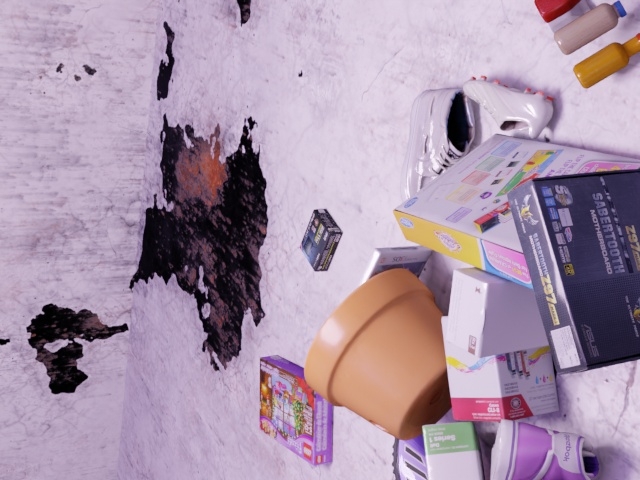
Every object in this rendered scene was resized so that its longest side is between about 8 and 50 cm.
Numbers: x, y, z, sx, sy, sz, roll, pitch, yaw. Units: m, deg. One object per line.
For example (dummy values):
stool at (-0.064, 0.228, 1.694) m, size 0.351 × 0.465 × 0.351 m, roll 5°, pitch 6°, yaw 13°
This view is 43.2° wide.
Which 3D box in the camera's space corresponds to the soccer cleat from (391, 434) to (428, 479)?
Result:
soccer cleat at (0.221, 0.494, 1.522) m, size 0.116 × 0.109 × 0.318 m, roll -32°, pitch 53°, yaw 34°

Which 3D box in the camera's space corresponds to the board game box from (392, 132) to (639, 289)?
board game box at (0.296, -0.055, 1.219) m, size 0.317 × 0.242 × 0.064 m, roll 26°, pitch 147°, yaw 57°

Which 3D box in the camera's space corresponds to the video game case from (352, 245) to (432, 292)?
video game case at (0.120, 0.101, 1.548) m, size 0.023 × 0.183 × 0.201 m, roll 37°, pitch 114°, yaw 32°

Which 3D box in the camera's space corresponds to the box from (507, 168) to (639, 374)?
box at (0.343, 0.033, 0.983) m, size 0.059 × 0.184 × 0.232 m, roll -36°, pitch 63°, yaw 61°

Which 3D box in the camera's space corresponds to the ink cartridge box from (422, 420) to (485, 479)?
ink cartridge box at (0.238, 0.434, 1.387) m, size 0.160 × 0.093 × 0.219 m, roll 58°, pitch -153°, yaw -64°

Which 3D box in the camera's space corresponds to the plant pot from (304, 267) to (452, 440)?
plant pot at (0.143, 0.224, 1.483) m, size 0.203 × 0.291 × 0.290 m, roll 40°, pitch 128°, yaw 31°

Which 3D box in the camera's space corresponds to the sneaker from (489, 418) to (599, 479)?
sneaker at (0.351, 0.372, 1.288) m, size 0.282 × 0.161 × 0.102 m, roll 79°, pitch -162°, yaw -62°

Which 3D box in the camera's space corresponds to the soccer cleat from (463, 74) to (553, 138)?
soccer cleat at (0.302, -0.225, 1.353) m, size 0.196 × 0.068 × 0.076 m, roll 32°, pitch 102°, yaw 51°

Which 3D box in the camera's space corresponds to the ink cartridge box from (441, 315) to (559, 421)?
ink cartridge box at (0.296, 0.201, 1.340) m, size 0.127 × 0.128 × 0.176 m, roll -17°, pitch 78°, yaw 58°

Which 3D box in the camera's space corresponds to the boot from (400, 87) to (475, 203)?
boot at (0.217, -0.151, 1.478) m, size 0.123 × 0.095 × 0.258 m, roll -170°, pitch 80°, yaw -66°

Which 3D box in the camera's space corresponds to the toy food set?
toy food set at (0.381, -0.348, 1.191) m, size 0.105 × 0.111 × 0.232 m, roll -30°, pitch 51°, yaw 23°

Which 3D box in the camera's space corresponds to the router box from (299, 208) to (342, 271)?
router box at (0.000, 0.000, 1.914) m, size 0.092 × 0.038 × 0.122 m, roll 56°, pitch 137°, yaw 41°

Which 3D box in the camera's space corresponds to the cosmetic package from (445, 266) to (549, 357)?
cosmetic package at (0.304, 0.096, 1.216) m, size 0.085 × 0.231 × 0.117 m, roll 25°, pitch 114°, yaw 57°

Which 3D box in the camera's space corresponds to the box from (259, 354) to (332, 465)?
box at (-0.066, 0.420, 2.038) m, size 0.293 × 0.057 × 0.200 m, roll 11°, pitch 102°, yaw 59°
